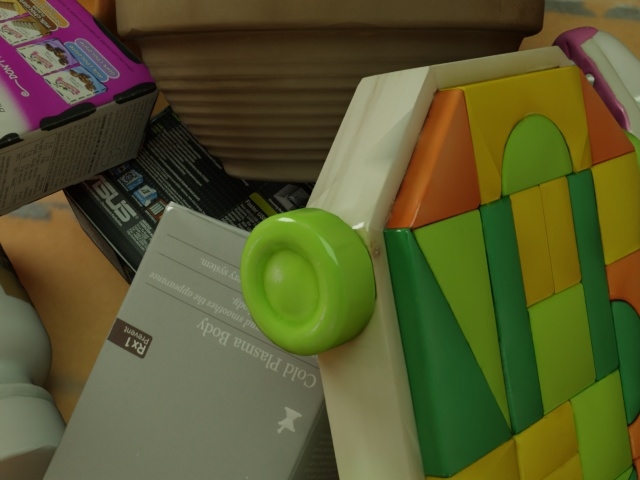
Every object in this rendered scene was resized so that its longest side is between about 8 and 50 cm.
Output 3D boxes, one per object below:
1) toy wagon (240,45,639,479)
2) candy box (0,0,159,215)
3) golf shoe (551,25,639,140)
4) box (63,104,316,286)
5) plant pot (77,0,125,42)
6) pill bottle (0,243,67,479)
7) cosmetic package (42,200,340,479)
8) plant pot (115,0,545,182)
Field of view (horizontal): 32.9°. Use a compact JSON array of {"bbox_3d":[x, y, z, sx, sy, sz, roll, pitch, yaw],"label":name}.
[{"bbox_3d":[0.096,0.086,0.512,0.068,0.344,0.267,-4,9,43],"label":"toy wagon"},{"bbox_3d":[-0.232,-0.081,0.614,0.159,0.071,0.233,44,45,18],"label":"candy box"},{"bbox_3d":[0.237,-0.005,0.654,0.140,0.115,0.306,-17,68,-15],"label":"golf shoe"},{"bbox_3d":[0.000,0.000,0.687,0.216,0.060,0.270,-38,65,-17],"label":"box"},{"bbox_3d":[-0.164,-0.288,0.753,0.291,0.291,0.203,39,54,23],"label":"plant pot"},{"bbox_3d":[-0.232,0.057,0.630,0.131,0.131,0.229,-29,63,-12],"label":"pill bottle"},{"bbox_3d":[-0.058,0.117,0.552,0.127,0.107,0.238,22,85,23],"label":"cosmetic package"},{"bbox_3d":[0.006,-0.091,0.610,0.237,0.237,0.109,-1,99,4],"label":"plant pot"}]
